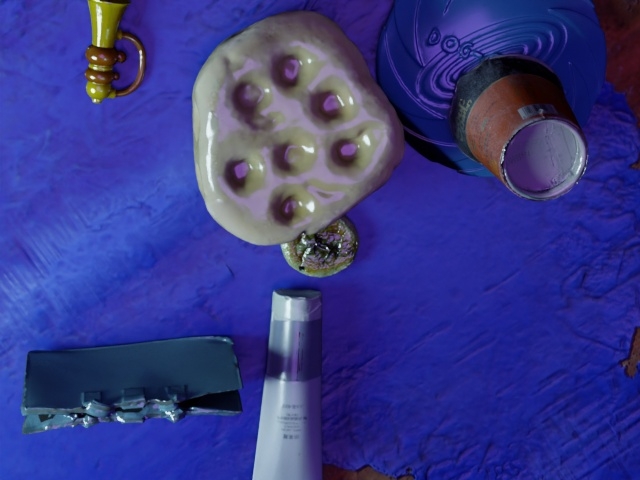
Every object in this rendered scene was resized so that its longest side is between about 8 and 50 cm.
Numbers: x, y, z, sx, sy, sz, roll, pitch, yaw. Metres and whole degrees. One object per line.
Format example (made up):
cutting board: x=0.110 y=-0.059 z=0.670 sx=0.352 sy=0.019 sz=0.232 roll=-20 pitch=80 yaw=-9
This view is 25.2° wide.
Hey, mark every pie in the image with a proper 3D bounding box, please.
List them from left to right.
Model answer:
pie: x=0.000 y=0.002 z=1.506 sx=0.084 sy=0.021 sz=0.084 roll=-1 pitch=102 yaw=-4

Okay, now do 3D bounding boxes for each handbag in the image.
handbag: x=-0.192 y=0.150 z=1.459 sx=0.221 sy=0.144 sz=0.057 roll=-3 pitch=104 yaw=-6

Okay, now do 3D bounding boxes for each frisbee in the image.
frisbee: x=0.179 y=-0.182 z=1.470 sx=0.242 sy=0.045 sz=0.242 roll=-1 pitch=102 yaw=-4

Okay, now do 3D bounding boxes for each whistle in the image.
whistle: x=-0.211 y=-0.193 z=1.441 sx=0.046 sy=0.057 sz=0.109 roll=20 pitch=116 yaw=36

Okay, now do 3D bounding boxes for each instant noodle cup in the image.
instant noodle cup: x=0.202 y=-0.105 z=1.403 sx=0.127 sy=0.135 sz=0.127 roll=-4 pitch=116 yaw=-8

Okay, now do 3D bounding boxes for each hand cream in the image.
hand cream: x=-0.030 y=0.178 z=1.532 sx=0.079 sy=0.048 sz=0.255 roll=4 pitch=105 yaw=-1

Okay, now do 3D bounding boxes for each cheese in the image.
cheese: x=-0.027 y=-0.110 z=1.429 sx=0.218 sy=0.117 sz=0.235 roll=20 pitch=99 yaw=-10
